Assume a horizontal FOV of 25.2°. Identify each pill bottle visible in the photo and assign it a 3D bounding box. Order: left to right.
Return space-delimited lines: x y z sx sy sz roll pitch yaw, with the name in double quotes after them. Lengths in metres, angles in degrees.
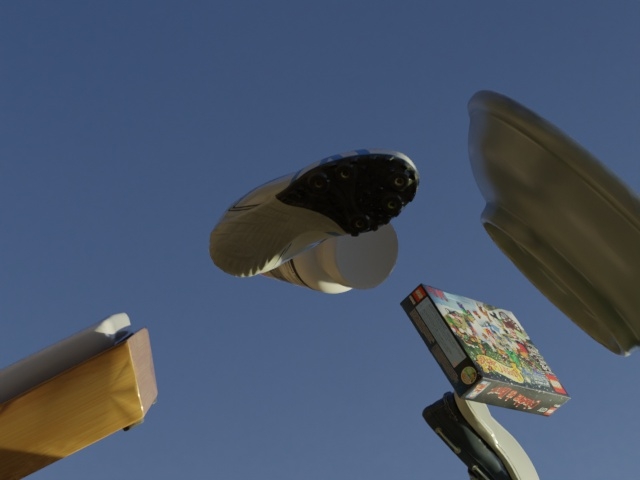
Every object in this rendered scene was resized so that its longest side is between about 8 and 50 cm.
0.000 0.000 1.536 0.108 0.108 0.180 48 -20 -29 "pill bottle"

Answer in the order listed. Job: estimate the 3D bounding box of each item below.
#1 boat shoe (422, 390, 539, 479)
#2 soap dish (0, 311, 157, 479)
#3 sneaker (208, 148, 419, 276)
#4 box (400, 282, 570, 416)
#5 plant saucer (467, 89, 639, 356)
0.235 0.311 2.020 0.079 0.095 0.254 -30 -59 18 "boat shoe"
-0.292 0.177 1.584 0.118 0.229 0.291 63 -3 -1 "soap dish"
-0.007 -0.036 1.332 0.237 0.086 0.085 -22 -67 35 "sneaker"
0.220 0.147 1.885 0.044 0.159 0.233 -46 -34 20 "box"
0.275 0.015 1.498 0.400 0.100 0.400 45 -1 1 "plant saucer"
